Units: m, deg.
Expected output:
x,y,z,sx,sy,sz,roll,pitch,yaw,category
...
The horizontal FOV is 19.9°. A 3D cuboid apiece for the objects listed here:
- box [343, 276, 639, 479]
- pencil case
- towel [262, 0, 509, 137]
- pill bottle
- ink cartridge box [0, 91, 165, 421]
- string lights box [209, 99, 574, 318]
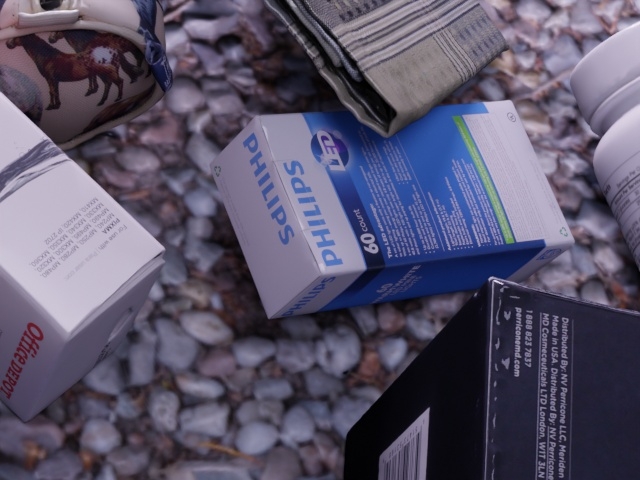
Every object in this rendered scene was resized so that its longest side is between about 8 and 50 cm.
x,y,z,sx,sy,sz,roll,pitch,yaw,category
0.194,0.187,1.234,0.294,0.296,0.183,11,62,-13,box
-0.198,-0.283,1.396,0.160,0.183,0.410,4,63,-17,pencil case
0.003,-0.231,1.420,0.312,0.056,0.324,53,26,0,towel
0.318,-0.035,1.463,0.160,0.160,0.283,-14,71,-24,pill bottle
-0.237,-0.010,1.255,0.237,0.172,0.100,44,60,5,ink cartridge box
0.058,-0.028,1.380,0.259,0.077,0.133,-6,66,-39,string lights box
